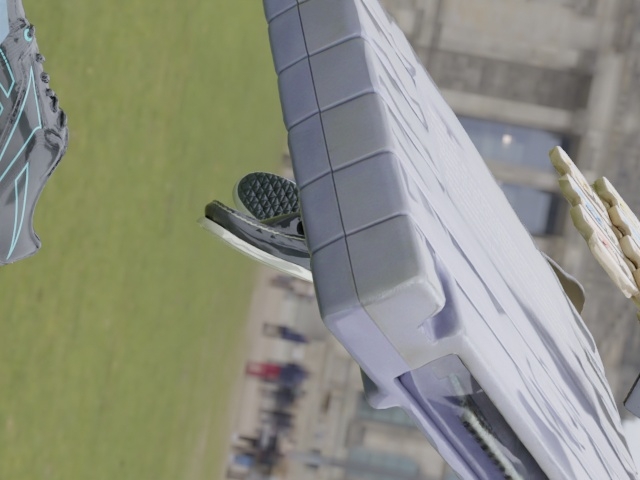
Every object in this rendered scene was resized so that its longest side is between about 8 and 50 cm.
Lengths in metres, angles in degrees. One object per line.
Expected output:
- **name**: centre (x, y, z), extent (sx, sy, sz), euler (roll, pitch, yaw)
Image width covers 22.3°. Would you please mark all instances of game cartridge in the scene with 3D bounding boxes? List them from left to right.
- **game cartridge**: centre (0.079, 0.043, 0.804), extent (0.355, 0.068, 0.230), euler (52, 15, -43)

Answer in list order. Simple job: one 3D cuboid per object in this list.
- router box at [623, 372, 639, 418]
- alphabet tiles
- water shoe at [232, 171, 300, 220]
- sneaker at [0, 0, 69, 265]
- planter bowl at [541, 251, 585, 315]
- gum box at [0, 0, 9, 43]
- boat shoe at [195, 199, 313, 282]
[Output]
- **router box**: centre (0.264, 0.113, 0.838), extent (0.133, 0.179, 0.046), euler (-3, 125, -50)
- **alphabet tiles**: centre (0.267, 0.055, 1.230), extent (0.021, 0.278, 0.284), euler (-35, -160, 15)
- **water shoe**: centre (-0.015, -0.001, 1.836), extent (0.073, 0.203, 0.080), euler (-53, 169, -28)
- **sneaker**: centre (-0.233, -0.106, 1.147), extent (0.101, 0.106, 0.267), euler (37, -61, 59)
- **planter bowl**: centre (0.101, 0.050, 1.220), extent (0.162, 0.109, 0.162), euler (-41, -167, 12)
- **gum box**: centre (-0.197, -0.057, 0.712), extent (0.157, 0.041, 0.184), euler (-55, -174, -9)
- **boat shoe**: centre (0.000, 0.000, 1.404), extent (0.084, 0.233, 0.079), euler (25, -83, 62)
